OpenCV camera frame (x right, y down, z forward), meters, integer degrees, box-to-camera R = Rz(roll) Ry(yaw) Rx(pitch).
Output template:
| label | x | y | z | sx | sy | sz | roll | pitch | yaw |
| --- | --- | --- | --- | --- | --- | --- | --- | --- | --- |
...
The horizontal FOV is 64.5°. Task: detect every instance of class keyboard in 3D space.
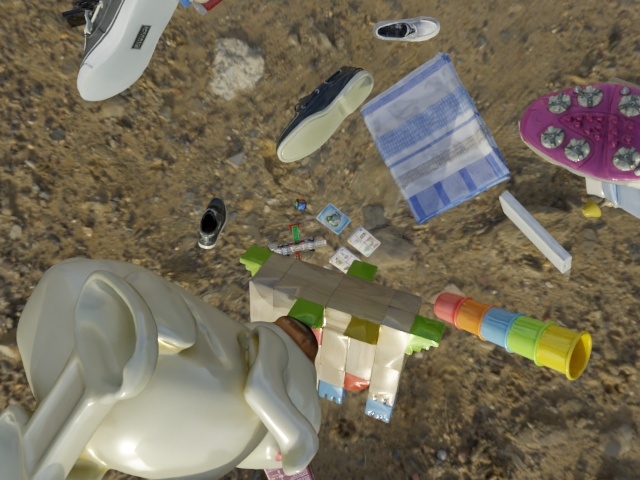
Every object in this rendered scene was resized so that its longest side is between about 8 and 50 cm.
| label | x | y | z | sx | sy | sz | roll | pitch | yaw |
| --- | --- | --- | --- | --- | --- | --- | --- | --- | --- |
| keyboard | -0.493 | -0.544 | 1.162 | 0.192 | 0.100 | 0.038 | -22 | 97 | -13 |

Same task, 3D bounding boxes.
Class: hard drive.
| label | x | y | z | sx | sy | sz | roll | pitch | yaw |
| --- | --- | --- | --- | --- | --- | --- | --- | --- | --- |
| hard drive | 0.755 | -0.028 | 1.783 | 0.040 | 0.203 | 0.307 | -41 | 63 | 10 |

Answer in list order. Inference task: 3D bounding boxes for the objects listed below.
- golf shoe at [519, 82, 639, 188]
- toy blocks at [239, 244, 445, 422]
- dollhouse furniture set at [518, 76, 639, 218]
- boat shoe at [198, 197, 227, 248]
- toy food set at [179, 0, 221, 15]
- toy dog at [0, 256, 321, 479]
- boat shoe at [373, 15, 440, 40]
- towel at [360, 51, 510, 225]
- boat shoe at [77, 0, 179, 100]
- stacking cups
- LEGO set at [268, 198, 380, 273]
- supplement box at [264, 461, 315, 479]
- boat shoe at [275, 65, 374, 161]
| label | x | y | z | sx | sy | sz | roll | pitch | yaw |
| --- | --- | --- | --- | --- | --- | --- | --- | --- | --- |
| golf shoe | 0.385 | -0.093 | 0.578 | 0.306 | 0.140 | 0.115 | 21 | 85 | 30 |
| toy blocks | 0.018 | 0.188 | 0.950 | 0.382 | 0.190 | 0.260 | 17 | 128 | 16 |
| dollhouse furniture set | 0.549 | -0.102 | 0.957 | 0.198 | 0.286 | 0.303 | -26 | 122 | 3 |
| boat shoe | -0.388 | -0.079 | 1.833 | 0.084 | 0.233 | 0.079 | 4 | 136 | 1 |
| toy food set | -0.140 | -0.332 | 0.573 | 0.104 | 0.232 | 0.111 | -36 | 133 | 11 |
| toy dog | -0.170 | 0.199 | 0.672 | 0.408 | 0.395 | 0.284 | 27 | 93 | -43 |
| boat shoe | 0.239 | -0.582 | 1.395 | 0.184 | 0.063 | 0.066 | 4 | 119 | 0 |
| towel | 0.216 | -0.200 | 0.998 | 0.209 | 0.034 | 0.285 | -29 | 76 | 23 |
| boat shoe | -0.367 | -0.381 | 0.910 | 0.306 | 0.113 | 0.105 | -40 | 79 | 40 |
| stacking cups | 0.370 | 0.177 | 1.034 | 0.096 | 0.316 | 0.096 | -14 | 112 | -39 |
| LEGO set | 0.000 | 0.000 | 1.223 | 0.244 | 0.060 | 0.182 | 36 | 101 | -30 |
| supplement box | -0.070 | 0.426 | 1.005 | 0.081 | 0.104 | 0.188 | -19 | 118 | -5 |
| boat shoe | -0.010 | -0.361 | 1.403 | 0.340 | 0.127 | 0.113 | -46 | 62 | 1 |
